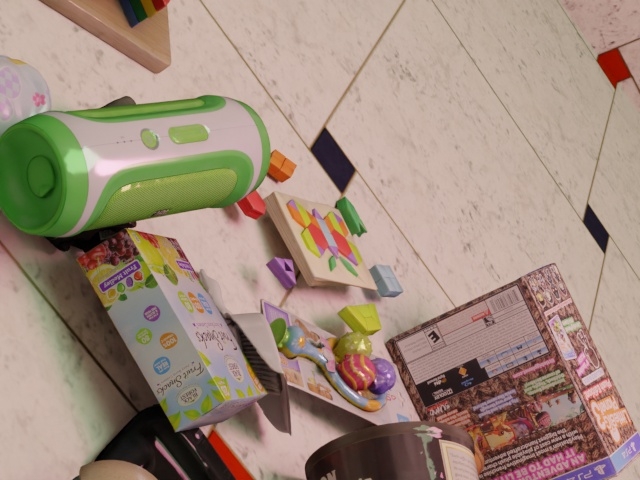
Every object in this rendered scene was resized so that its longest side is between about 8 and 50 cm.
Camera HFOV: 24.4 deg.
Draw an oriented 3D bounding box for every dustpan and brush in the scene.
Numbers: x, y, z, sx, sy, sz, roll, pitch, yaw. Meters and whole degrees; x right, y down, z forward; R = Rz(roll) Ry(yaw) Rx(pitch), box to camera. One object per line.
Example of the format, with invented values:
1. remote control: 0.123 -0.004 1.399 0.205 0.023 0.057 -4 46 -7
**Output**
1. dustpan and brush: -0.091 0.113 1.709 0.147 0.060 0.211 88 -14 -55

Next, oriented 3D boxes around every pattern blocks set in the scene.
1. pattern blocks set: 0.000 0.000 1.965 0.285 0.026 0.325 58 22 8

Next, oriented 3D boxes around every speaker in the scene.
1. speaker: -0.186 -0.079 1.510 0.296 0.131 0.131 -13 77 -50

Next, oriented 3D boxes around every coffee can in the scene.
1. coffee can: 0.100 0.369 1.667 0.201 0.201 0.275 28 43 -46

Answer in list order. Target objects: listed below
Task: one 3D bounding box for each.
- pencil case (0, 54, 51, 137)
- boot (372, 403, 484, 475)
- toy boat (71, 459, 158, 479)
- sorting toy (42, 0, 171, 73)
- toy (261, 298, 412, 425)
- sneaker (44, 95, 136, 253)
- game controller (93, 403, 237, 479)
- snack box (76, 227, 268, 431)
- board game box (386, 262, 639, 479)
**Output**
1. pencil case: -0.387 -0.149 1.420 0.273 0.113 0.124 19 51 -52
2. boot: 0.138 0.314 1.917 0.197 0.073 0.152 28 41 -28
3. toy boat: -0.163 0.352 1.303 0.267 0.148 0.318 150 -82 -82
4. sorting toy: -0.265 -0.380 1.842 0.257 0.089 0.255 31 42 -44
5. toy: 0.036 0.153 1.858 0.237 0.056 0.137 25 34 -31
6. sneaker: -0.245 -0.065 1.612 0.130 0.087 0.227 54 33 -18
7. game controller: -0.114 0.324 1.525 0.319 0.067 0.166 56 44 -9
8. snack box: -0.152 0.094 1.562 0.207 0.070 0.174 60 9 9
9. board game box: 0.270 0.214 2.045 0.141 0.232 0.291 -15 80 -61
